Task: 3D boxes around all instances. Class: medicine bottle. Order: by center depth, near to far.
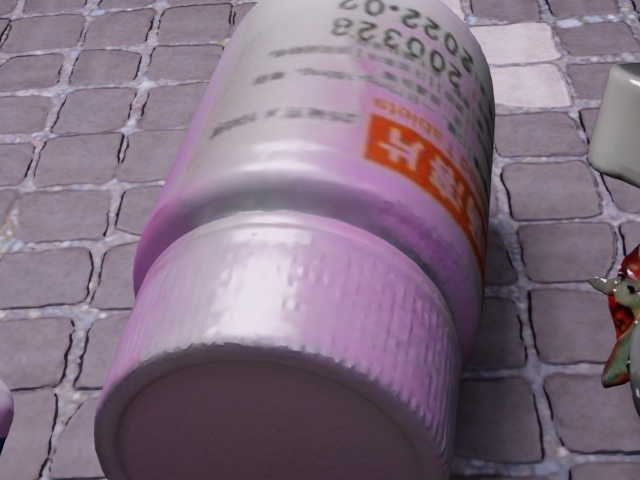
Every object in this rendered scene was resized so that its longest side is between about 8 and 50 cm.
[{"bbox_3d":[0.000,0.000,0.731,0.219,0.219,0.388,2,38,9],"label":"medicine bottle"}]

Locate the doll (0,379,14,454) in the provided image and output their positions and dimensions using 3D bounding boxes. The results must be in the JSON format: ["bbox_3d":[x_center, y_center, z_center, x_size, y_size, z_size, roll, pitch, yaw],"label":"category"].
[{"bbox_3d":[-0.355,0.137,0.602,0.310,0.240,0.284,18,2,7],"label":"doll"}]

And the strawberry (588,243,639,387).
[{"bbox_3d":[0.281,0.044,0.749,0.174,0.098,0.228,4,22,25],"label":"strawberry"}]

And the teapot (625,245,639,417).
[{"bbox_3d":[0.270,0.121,0.567,0.294,0.193,0.129,30,75,8],"label":"teapot"}]

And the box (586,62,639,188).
[{"bbox_3d":[0.407,-0.038,0.730,0.367,0.090,0.373,27,23,33],"label":"box"}]
